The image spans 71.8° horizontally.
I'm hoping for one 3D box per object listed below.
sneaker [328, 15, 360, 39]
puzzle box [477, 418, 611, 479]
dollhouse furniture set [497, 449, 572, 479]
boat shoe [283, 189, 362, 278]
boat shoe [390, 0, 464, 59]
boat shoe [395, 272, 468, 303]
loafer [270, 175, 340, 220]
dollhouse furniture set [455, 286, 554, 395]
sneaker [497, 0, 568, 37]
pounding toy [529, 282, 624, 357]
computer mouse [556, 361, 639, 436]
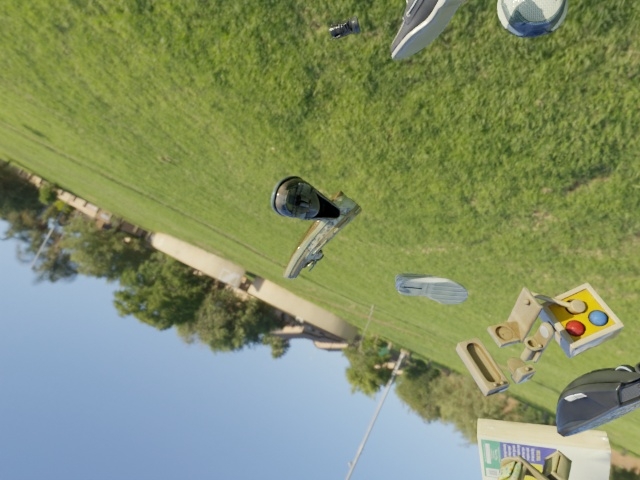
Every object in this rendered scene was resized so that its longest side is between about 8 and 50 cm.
[{"bbox_3d":[0.070,-0.650,1.361,0.170,0.089,0.051,-94,-13,-67],"label":"sneaker"},{"bbox_3d":[0.546,0.600,1.091,0.272,0.052,0.408,-2,122,23],"label":"puzzle box"},{"bbox_3d":[0.335,0.455,0.786,0.101,0.160,0.182,38,-140,15],"label":"dollhouse furniture set"},{"bbox_3d":[0.000,0.000,1.210,0.089,0.285,0.104,35,-170,-9],"label":"boat shoe"},{"bbox_3d":[0.174,-0.379,0.718,0.064,0.075,0.206,64,151,7],"label":"boat shoe"},{"bbox_3d":[0.341,0.135,1.368,0.227,0.083,0.075,13,-156,-7],"label":"boat shoe"},{"bbox_3d":[-0.023,-0.090,1.029,0.084,0.096,0.267,18,-175,19],"label":"loafer"},{"bbox_3d":[0.373,0.200,0.886,0.144,0.151,0.123,-115,19,-45],"label":"dollhouse furniture set"},{"bbox_3d":[0.351,-0.473,0.727,0.110,0.282,0.122,1,165,21],"label":"sneaker"},{"bbox_3d":[0.533,0.157,0.943,0.100,0.130,0.141,57,-172,-53],"label":"pounding toy"},{"bbox_3d":[0.410,0.172,0.562,0.262,0.184,0.060,89,164,-54],"label":"computer mouse"}]
